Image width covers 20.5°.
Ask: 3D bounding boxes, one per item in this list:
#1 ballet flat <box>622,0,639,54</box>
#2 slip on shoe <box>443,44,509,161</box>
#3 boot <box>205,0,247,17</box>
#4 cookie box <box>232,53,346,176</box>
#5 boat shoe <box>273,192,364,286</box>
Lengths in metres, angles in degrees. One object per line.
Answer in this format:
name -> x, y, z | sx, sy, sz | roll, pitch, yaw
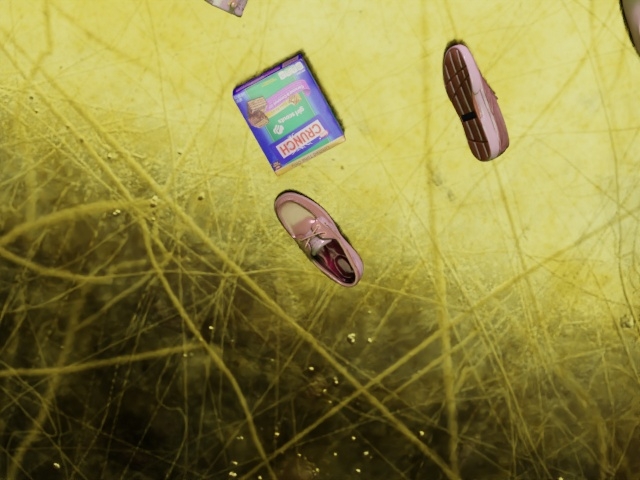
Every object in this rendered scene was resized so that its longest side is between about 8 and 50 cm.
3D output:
ballet flat -> 0.399, -0.196, 1.947 | 0.086, 0.086, 0.248 | -21, 104, 6
slip on shoe -> 0.178, -0.157, 1.983 | 0.041, 0.051, 0.135 | -25, 98, -34
boot -> -0.053, -0.317, 1.922 | 0.213, 0.077, 0.165 | 22, 104, 0
cookie box -> -0.035, -0.140, 1.988 | 0.092, 0.040, 0.107 | -28, 104, 7
boat shoe -> 0.000, 0.000, 2.023 | 0.135, 0.045, 0.050 | 43, 101, -10
